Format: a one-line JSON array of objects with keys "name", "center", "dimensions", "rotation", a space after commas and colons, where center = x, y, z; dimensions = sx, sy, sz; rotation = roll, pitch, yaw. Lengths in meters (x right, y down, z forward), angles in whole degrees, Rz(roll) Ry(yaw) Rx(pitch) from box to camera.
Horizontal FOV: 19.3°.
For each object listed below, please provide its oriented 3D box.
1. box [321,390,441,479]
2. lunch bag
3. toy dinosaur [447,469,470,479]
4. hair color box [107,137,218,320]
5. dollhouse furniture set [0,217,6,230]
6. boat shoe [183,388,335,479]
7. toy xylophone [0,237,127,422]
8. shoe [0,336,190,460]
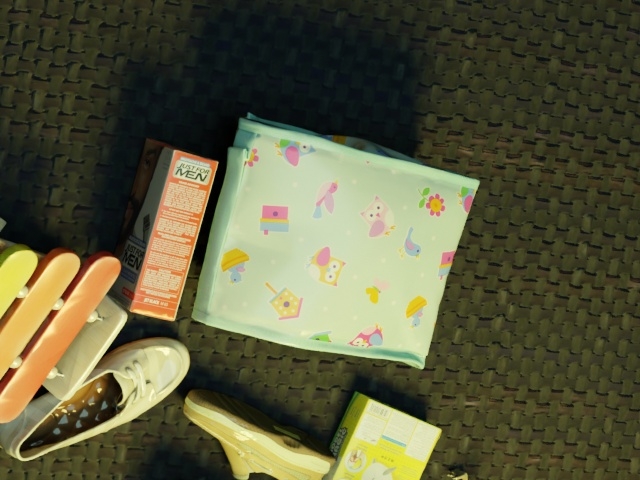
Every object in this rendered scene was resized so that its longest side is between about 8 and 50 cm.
[{"name": "box", "center": [0.050, 0.268, 2.080], "dimensions": [0.105, 0.043, 0.179], "rotation": [25, 87, -26]}, {"name": "lunch bag", "center": [0.000, 0.000, 1.943], "dimensions": [0.262, 0.160, 0.223], "rotation": [12, 96, -30]}, {"name": "toy dinosaur", "center": [0.163, 0.312, 2.141], "dimensions": [0.183, 0.053, 0.093], "rotation": [-4, 118, -15]}, {"name": "hair color box", "center": [-0.162, -0.012, 1.905], "dimensions": [0.053, 0.093, 0.167], "rotation": [15, 94, -25]}, {"name": "dollhouse furniture set", "center": [-0.407, -0.019, 1.779], "dimensions": [0.183, 0.129, 0.129], "rotation": [38, 85, -25]}, {"name": "boat shoe", "center": [-0.074, 0.223, 2.008], "dimensions": [0.190, 0.068, 0.072], "rotation": [29, 101, -25]}, {"name": "toy xylophone", "center": [-0.342, 0.084, 1.789], "dimensions": [0.322, 0.081, 0.236], "rotation": [12, 115, -50]}, {"name": "shoe", "center": [-0.227, 0.167, 1.931], "dimensions": [0.219, 0.058, 0.076], "rotation": [-26, 109, -16]}]
